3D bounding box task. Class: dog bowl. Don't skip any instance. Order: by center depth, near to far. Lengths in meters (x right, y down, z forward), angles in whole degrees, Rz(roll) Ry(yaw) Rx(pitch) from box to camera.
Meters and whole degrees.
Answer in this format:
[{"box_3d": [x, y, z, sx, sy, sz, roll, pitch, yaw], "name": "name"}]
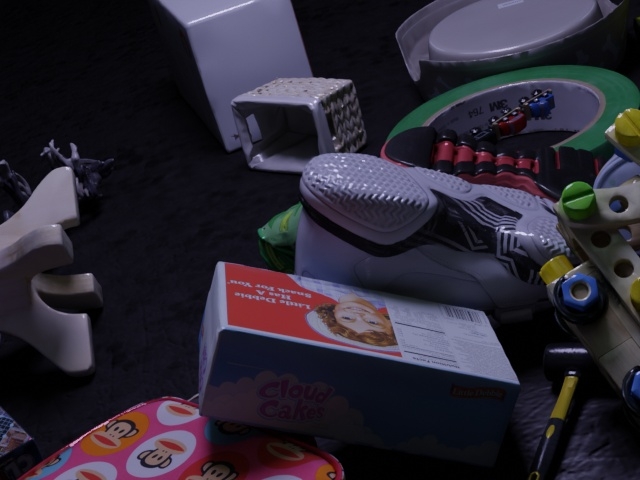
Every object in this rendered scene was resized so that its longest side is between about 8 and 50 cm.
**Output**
[{"box_3d": [0.287, -0.292, 1.854, 0.348, 0.102, 0.349, -14, 27, 7], "name": "dog bowl"}]

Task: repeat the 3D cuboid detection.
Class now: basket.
[{"box_3d": [-0.027, -0.166, 1.798, 0.167, 0.113, 0.103, 9, 33, 42], "name": "basket"}]

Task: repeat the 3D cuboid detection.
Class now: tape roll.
[{"box_3d": [0.243, -0.119, 1.577, 0.321, 0.077, 0.321, -15, 26, 8], "name": "tape roll"}]

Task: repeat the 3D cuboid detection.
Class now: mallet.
[{"box_3d": [0.204, 0.156, 1.124, 0.062, 0.039, 0.190, 4, 37, 34], "name": "mallet"}]

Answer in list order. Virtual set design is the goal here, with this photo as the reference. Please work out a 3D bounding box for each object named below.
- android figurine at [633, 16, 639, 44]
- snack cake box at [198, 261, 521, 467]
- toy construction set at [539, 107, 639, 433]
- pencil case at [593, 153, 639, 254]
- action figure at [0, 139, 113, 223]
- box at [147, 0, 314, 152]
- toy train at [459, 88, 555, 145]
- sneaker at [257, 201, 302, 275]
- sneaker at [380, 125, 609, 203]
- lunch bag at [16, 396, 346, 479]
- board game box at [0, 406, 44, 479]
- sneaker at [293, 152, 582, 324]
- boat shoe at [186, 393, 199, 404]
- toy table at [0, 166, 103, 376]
[{"box_3d": [0.587, -0.319, 1.775, 0.273, 0.056, 0.248, -15, 26, 10], "name": "android figurine"}, {"box_3d": [0.028, 0.108, 1.120, 0.264, 0.089, 0.152, 12, 21, -10], "name": "snack cake box"}, {"box_3d": [0.315, 0.040, 1.072, 0.215, 0.151, 0.328, -32, 50, -1], "name": "toy construction set"}, {"box_3d": [0.376, -0.079, 1.319, 0.113, 0.124, 0.273, 10, 25, 27], "name": "pencil case"}, {"box_3d": [-0.399, -0.075, 1.822, 0.164, 0.141, 0.276, -21, 26, 19], "name": "action figure"}, {"box_3d": [-0.147, -0.313, 2.034, 0.168, 0.215, 0.345, -22, 27, -9], "name": "box"}, {"box_3d": [0.228, -0.142, 1.516, 0.158, 0.027, 0.036, -32, 33, -26], "name": "toy train"}, {"box_3d": [0.000, 0.000, 1.420, 0.123, 0.109, 0.295, -39, 1, -11], "name": "sneaker"}, {"box_3d": [0.215, -0.031, 1.395, 0.313, 0.136, 0.116, 13, 37, 6], "name": "sneaker"}, {"box_3d": [-0.112, 0.234, 1.070, 0.258, 0.120, 0.293, -35, 31, -32], "name": "lunch bag"}, {"box_3d": [-0.418, 0.227, 1.359, 0.165, 0.042, 0.243, -30, 29, -23], "name": "board game box"}, {"box_3d": [0.131, 0.052, 1.265, 0.365, 0.210, 0.137, 14, 24, -13], "name": "sneaker"}, {"box_3d": [-0.134, 0.184, 1.261, 0.137, 0.049, 0.043, -10, 31, 21], "name": "boat shoe"}, {"box_3d": [-0.355, 0.044, 1.479, 0.161, 0.252, 0.274, -8, -6, -2], "name": "toy table"}]
